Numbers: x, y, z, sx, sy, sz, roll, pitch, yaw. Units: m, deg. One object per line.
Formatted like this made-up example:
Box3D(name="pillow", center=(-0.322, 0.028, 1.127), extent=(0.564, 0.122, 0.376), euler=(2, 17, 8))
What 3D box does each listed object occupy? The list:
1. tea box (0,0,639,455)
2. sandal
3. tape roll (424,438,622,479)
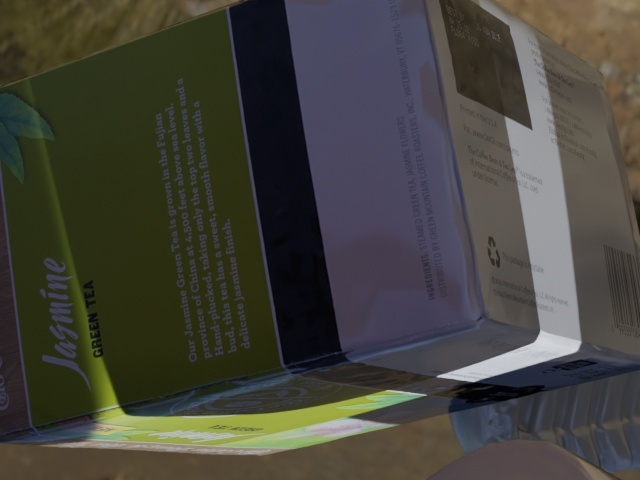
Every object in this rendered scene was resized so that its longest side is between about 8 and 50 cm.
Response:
Box3D(name="tea box", center=(0.000, 0.000, 1.087), extent=(0.324, 0.220, 0.329), euler=(-15, 166, 26))
Box3D(name="sandal", center=(0.279, 0.107, 1.343), extent=(0.416, 0.169, 0.102), euler=(3, 174, -23))
Box3D(name="tape roll", center=(0.082, 0.238, 0.792), extent=(0.100, 0.286, 0.286), euler=(31, 157, -20))
